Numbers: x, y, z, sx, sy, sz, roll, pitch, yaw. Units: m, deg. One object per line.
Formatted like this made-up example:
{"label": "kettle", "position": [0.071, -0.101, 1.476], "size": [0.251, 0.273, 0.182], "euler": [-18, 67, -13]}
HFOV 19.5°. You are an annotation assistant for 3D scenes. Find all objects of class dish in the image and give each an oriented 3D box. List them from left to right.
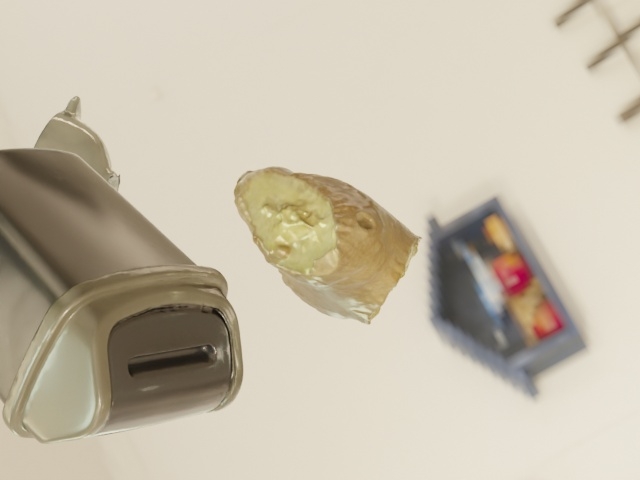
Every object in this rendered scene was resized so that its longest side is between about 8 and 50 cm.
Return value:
{"label": "dish", "position": [-0.301, -0.053, 2.325], "size": [0.228, 0.086, 0.236], "euler": [-44, -31, -75]}

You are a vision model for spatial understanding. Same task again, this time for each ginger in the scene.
{"label": "ginger", "position": [0.000, 0.000, 2.027], "size": [0.221, 0.130, 0.276], "euler": [26, 168, -6]}

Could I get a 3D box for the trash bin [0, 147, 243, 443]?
{"label": "trash bin", "position": [-0.218, 0.054, 1.648], "size": [0.209, 0.182, 0.290], "euler": [-7, -136, -48]}
